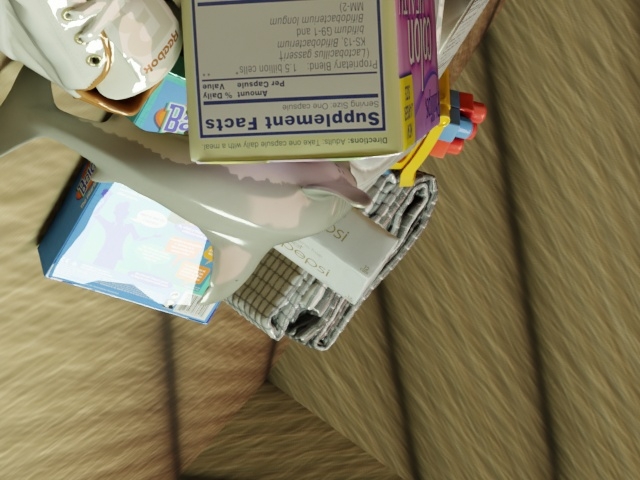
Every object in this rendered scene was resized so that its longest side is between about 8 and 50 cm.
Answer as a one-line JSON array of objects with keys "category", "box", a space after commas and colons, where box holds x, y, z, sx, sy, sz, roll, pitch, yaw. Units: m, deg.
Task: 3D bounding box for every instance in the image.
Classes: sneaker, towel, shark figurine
[{"category": "sneaker", "box": [-0.117, -0.149, 0.767, 0.106, 0.123, 0.290, -51, 172, -13]}, {"category": "towel", "box": [0.000, 0.000, 1.953, 0.283, 0.121, 0.235, -54, -148, -6]}, {"category": "shark figurine", "box": [-0.085, -0.021, 0.963, 0.166, 0.278, 0.116, 43, -64, 60]}]

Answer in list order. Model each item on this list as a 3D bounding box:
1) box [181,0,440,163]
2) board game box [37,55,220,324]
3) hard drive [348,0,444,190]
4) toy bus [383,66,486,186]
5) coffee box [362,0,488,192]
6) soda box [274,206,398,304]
[{"category": "box", "box": [-0.001, -0.176, 0.879, 0.213, 0.117, 0.243, -40, 128, -77]}, {"category": "board game box", "box": [-0.115, -0.041, 1.250, 0.210, 0.160, 0.047, -56, -146, 22]}, {"category": "hard drive", "box": [0.032, -0.205, 1.139, 0.237, 0.064, 0.339, -39, 138, -57]}, {"category": "toy bus", "box": [0.078, -0.134, 1.782, 0.220, 0.211, 0.149, 121, -24, -47]}, {"category": "coffee box", "box": [0.040, -0.199, 1.491, 0.297, 0.168, 0.119, -59, 173, 29]}, {"category": "soda box", "box": [-0.022, -0.025, 1.726, 0.069, 0.216, 0.074, -52, 174, -29]}]
